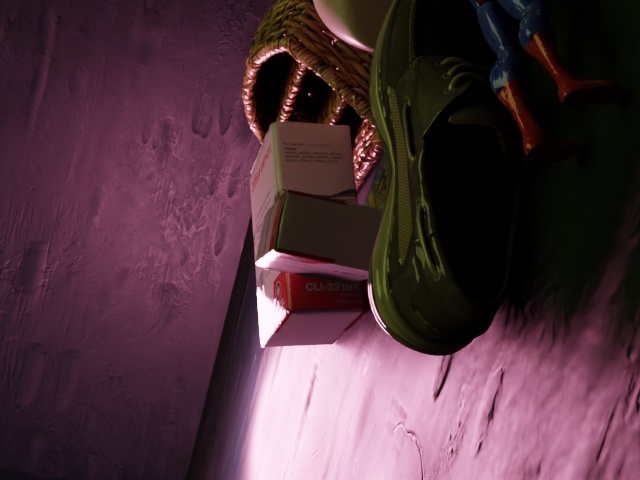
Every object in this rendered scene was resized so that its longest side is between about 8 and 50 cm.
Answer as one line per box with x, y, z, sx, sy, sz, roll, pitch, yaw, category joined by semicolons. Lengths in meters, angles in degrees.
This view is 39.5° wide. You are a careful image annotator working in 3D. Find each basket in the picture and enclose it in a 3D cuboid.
-0.015;-0.210;1.348;0.299;0.213;0.223;125;157;-65;basket

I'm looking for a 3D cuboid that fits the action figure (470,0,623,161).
0.171;-0.192;0.709;0.091;0.139;0.280;-61;40;47;action figure

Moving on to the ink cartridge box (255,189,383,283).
0.000;0.000;1.038;0.175;0.127;0.072;151;129;-77;ink cartridge box

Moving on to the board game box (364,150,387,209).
0.092;-0.039;1.052;0.201;0.035;0.136;-96;21;-61;board game box

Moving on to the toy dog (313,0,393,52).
0.085;-0.408;1.046;0.408;0.284;0.395;-95;-16;-55;toy dog

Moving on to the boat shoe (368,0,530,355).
0.123;-0.085;0.749;0.130;0.132;0.355;147;127;-62;boat shoe

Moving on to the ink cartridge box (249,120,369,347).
-0.023;-0.005;1.259;0.197;0.114;0.273;126;141;-65;ink cartridge box
